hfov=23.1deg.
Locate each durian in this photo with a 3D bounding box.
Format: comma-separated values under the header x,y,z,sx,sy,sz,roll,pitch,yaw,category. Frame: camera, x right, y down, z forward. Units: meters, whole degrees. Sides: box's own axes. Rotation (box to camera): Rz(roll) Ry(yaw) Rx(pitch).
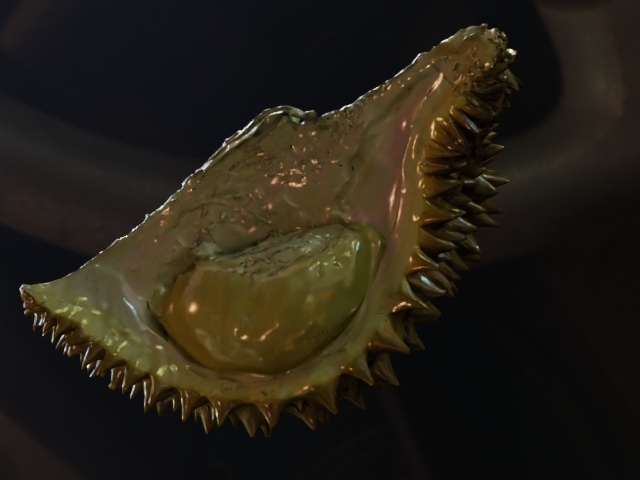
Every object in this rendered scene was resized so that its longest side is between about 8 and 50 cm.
x,y,z,sx,sy,sz,roll,pitch,yaw,category
0.000,0.000,0.877,0.306,0.166,0.172,-35,8,15,durian
